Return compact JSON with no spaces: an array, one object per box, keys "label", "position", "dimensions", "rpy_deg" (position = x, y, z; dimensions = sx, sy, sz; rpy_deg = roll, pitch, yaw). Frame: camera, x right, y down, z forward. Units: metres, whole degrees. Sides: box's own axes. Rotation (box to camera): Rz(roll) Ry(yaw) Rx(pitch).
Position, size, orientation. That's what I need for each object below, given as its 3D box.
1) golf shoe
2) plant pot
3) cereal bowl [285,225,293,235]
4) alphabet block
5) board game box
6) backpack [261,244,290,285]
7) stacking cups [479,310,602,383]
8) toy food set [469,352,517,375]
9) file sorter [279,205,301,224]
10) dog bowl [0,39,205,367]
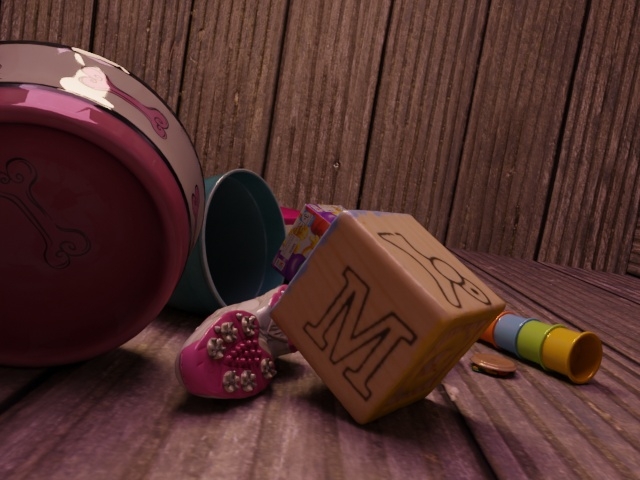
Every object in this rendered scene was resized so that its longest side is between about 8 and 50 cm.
[{"label":"golf shoe","position":[-0.124,0.147,0.858],"dimensions":[0.140,0.115,0.306],"rpy_deg":[-16,1,21]},{"label":"plant pot","position":[-0.238,0.016,1.161],"dimensions":[0.255,0.271,0.272],"rpy_deg":[-4,0,26]},{"label":"cereal bowl","position":[0.000,0.000,2.055],"dimensions":[0.339,0.141,0.339],"rpy_deg":[8,6,-1]},{"label":"alphabet block","position":[0.090,0.093,0.832],"dimensions":[0.192,0.193,0.197],"rpy_deg":[-1,41,-53]},{"label":"board game box","position":[0.071,0.067,1.140],"dimensions":[0.275,0.144,0.142],"rpy_deg":[38,19,24]},{"label":"backpack","position":[-0.080,0.079,1.334],"dimensions":[0.115,0.151,0.182],"rpy_deg":[15,-6,4]},{"label":"stacking cups","position":[0.382,0.189,1.219],"dimensions":[0.096,0.096,0.316],"rpy_deg":[5,3,-32]},{"label":"toy food set","position":[0.303,0.218,1.093],"dimensions":[0.083,0.020,0.083],"rpy_deg":[11,7,19]},{"label":"file sorter","position":[-0.153,0.008,1.585],"dimensions":[0.202,0.182,0.291],"rpy_deg":[14,9,28]},{"label":"dog bowl","position":[-0.342,-0.021,0.757],"dimensions":[0.408,0.408,0.150],"rpy_deg":[7,27,-18]}]
